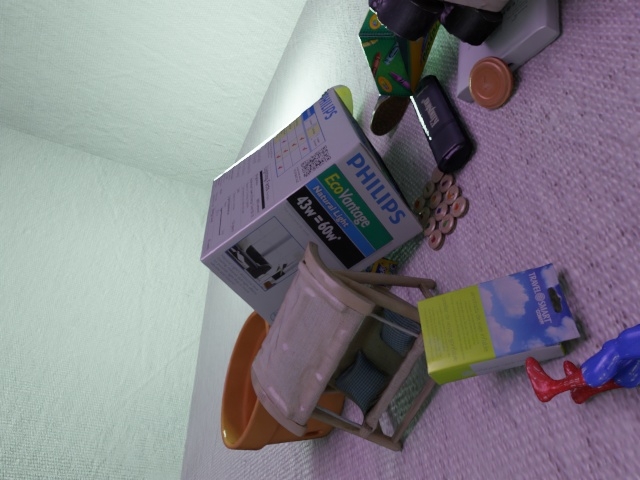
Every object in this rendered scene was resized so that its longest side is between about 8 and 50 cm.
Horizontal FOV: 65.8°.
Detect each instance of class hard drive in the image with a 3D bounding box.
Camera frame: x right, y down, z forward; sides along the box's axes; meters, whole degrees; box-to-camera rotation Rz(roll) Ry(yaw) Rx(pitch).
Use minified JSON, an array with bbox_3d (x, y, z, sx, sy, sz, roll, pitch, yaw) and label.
[{"bbox_3d":[0.321,-0.423,0.865,0.203,0.040,0.307,-33,44,60],"label":"hard drive"}]

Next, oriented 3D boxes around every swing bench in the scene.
[{"bbox_3d":[0.050,0.174,0.788,0.253,0.255,0.165,-65,22,21],"label":"swing bench"}]

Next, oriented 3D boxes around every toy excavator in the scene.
[{"bbox_3d":[0.213,-0.561,0.822,0.222,0.433,0.445,-50,58,47],"label":"toy excavator"}]

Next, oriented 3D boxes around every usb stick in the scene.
[{"bbox_3d":[0.226,-0.231,0.951,0.077,0.045,0.278,-55,26,36],"label":"usb stick"}]

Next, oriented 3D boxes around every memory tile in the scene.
[{"bbox_3d":[0.214,-0.063,0.899,0.113,0.012,0.148,-60,24,31],"label":"memory tile"}]

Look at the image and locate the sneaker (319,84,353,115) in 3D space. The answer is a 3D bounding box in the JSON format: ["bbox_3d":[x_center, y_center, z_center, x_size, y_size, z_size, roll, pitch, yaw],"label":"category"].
[{"bbox_3d":[0.055,-0.267,1.353,0.147,0.145,0.384,-7,61,34],"label":"sneaker"}]

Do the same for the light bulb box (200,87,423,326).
[{"bbox_3d":[-0.033,-0.081,1.036,0.361,0.225,0.358,-34,30,13],"label":"light bulb box"}]

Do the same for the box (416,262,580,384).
[{"bbox_3d":[0.217,0.105,0.621,0.178,0.042,0.109,-21,48,22],"label":"box"}]

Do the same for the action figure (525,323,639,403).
[{"bbox_3d":[0.308,0.049,0.448,0.280,0.092,0.139,-47,42,51],"label":"action figure"}]

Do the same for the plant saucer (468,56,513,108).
[{"bbox_3d":[0.278,-0.259,0.816,0.083,0.013,0.083,37,139,41],"label":"plant saucer"}]

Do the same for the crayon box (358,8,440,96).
[{"bbox_3d":[0.177,-0.457,1.008,0.081,0.165,0.278,12,69,28],"label":"crayon box"}]

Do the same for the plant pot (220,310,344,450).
[{"bbox_3d":[-0.077,0.314,1.085,0.291,0.204,0.290,-50,31,46],"label":"plant pot"}]

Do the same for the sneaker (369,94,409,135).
[{"bbox_3d":[0.172,-0.344,1.168,0.086,0.064,0.192,-97,31,-63],"label":"sneaker"}]

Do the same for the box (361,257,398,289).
[{"bbox_3d":[0.097,0.052,1.052,0.169,0.054,0.059,-153,81,-70],"label":"box"}]
